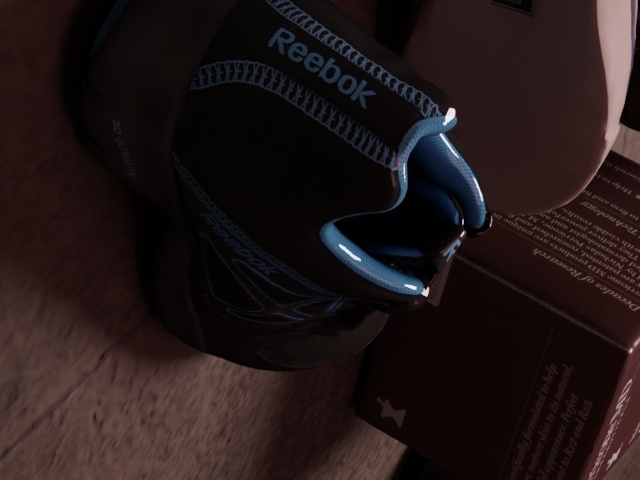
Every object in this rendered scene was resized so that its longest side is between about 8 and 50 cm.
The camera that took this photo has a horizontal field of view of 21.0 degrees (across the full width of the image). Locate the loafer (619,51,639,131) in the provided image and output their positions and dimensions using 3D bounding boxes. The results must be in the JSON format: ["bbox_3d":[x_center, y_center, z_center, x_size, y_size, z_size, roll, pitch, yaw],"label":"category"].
[{"bbox_3d":[0.277,-0.135,1.339,0.080,0.078,0.220,-56,160,-11],"label":"loafer"}]

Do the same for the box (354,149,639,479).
[{"bbox_3d":[0.157,0.052,1.176,0.203,0.167,0.168,-38,150,-47],"label":"box"}]

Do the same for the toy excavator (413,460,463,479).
[{"bbox_3d":[0.148,0.315,1.530,0.433,0.222,0.445,-46,170,-34],"label":"toy excavator"}]

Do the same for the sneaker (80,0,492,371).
[{"bbox_3d":[0.000,0.000,0.769,0.125,0.140,0.341,-58,161,-11],"label":"sneaker"}]

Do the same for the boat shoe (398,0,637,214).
[{"bbox_3d":[0.124,-0.163,0.870,0.158,0.127,0.340,-59,165,-30],"label":"boat shoe"}]

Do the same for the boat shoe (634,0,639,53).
[{"bbox_3d":[0.207,-0.157,1.159,0.183,0.066,0.066,-37,151,-48],"label":"boat shoe"}]
